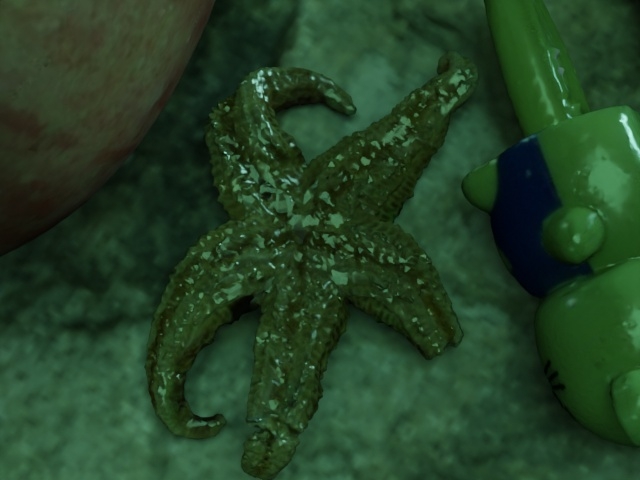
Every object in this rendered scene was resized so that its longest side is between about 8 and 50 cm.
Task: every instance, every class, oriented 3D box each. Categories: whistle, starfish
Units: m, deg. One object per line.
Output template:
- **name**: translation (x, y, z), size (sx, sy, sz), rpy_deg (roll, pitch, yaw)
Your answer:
- **whistle**: translation (0.114, -0.007, 0.754), size (0.085, 0.105, 0.227), rpy_deg (-25, 75, 21)
- **starfish**: translation (0.002, -0.002, 0.765), size (0.150, 0.053, 0.210), rpy_deg (41, 74, 2)

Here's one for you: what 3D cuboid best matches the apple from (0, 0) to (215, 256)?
- **apple**: translation (-0.187, -0.154, 0.664), size (0.344, 0.269, 0.345), rpy_deg (-1, 86, 9)
